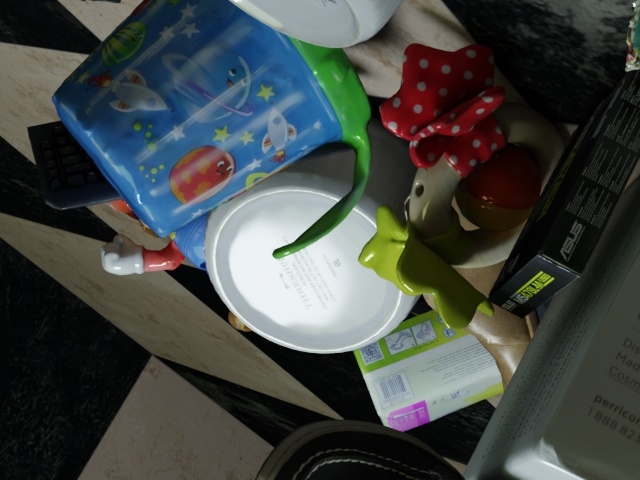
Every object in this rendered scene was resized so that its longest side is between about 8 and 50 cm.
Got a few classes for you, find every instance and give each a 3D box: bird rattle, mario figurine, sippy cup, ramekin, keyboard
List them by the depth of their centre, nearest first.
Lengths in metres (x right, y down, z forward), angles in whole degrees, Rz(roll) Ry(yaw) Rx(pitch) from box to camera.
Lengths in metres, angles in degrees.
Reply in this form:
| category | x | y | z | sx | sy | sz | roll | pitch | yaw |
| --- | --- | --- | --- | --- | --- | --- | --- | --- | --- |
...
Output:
| category | x | y | z | sx | sy | sz | roll | pitch | yaw |
| --- | --- | --- | --- | --- | --- | --- | --- | --- | --- |
| ramekin | -0.014 | -0.244 | 1.318 | 0.207 | 0.109 | 0.207 | 28 | 164 | 9 |
| sippy cup | -0.110 | -0.132 | 1.512 | 0.305 | 0.224 | 0.240 | 47 | 171 | 31 |
| bird rattle | 0.134 | -0.058 | 1.518 | 0.207 | 0.253 | 0.143 | -5 | -158 | -37 |
| keyboard | -0.133 | -0.130 | 1.659 | 0.033 | 0.317 | 0.201 | 89 | 164 | -44 |
| ramekin | 0.000 | 0.000 | 1.782 | 0.273 | 0.127 | 0.272 | 7 | 125 | 11 |
| mario figurine | -0.175 | -0.022 | 2.152 | 0.320 | 0.198 | 0.170 | 37 | 151 | 28 |

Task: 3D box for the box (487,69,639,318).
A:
| category | x | y | z | sx | sy | sz | roll | pitch | yaw |
| --- | --- | --- | --- | --- | --- | --- | --- | --- | --- |
| box | 0.216 | -0.038 | 1.396 | 0.045 | 0.190 | 0.184 | 29 | 166 | 2 |

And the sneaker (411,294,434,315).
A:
| category | x | y | z | sx | sy | sz | roll | pitch | yaw |
| --- | --- | --- | --- | --- | --- | --- | --- | --- | --- |
| sneaker | 0.061 | 0.028 | 2.072 | 0.226 | 0.086 | 0.163 | 15 | 168 | 25 |

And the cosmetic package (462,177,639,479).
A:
| category | x | y | z | sx | sy | sz | roll | pitch | yaw |
| --- | --- | --- | --- | --- | --- | --- | --- | --- | --- |
| cosmetic package | 0.358 | 0.150 | 1.475 | 0.329 | 0.327 | 0.393 | 29 | 166 | 3 |

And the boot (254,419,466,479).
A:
| category | x | y | z | sx | sy | sz | roll | pitch | yaw |
| --- | --- | --- | --- | --- | --- | --- | --- | --- | --- |
| boot | 0.145 | 0.290 | 1.340 | 0.377 | 0.138 | 0.284 | 37 | 176 | -34 |

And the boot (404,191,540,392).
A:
| category | x | y | z | sx | sy | sz | roll | pitch | yaw |
| --- | --- | --- | --- | --- | --- | --- | --- | --- | --- |
| boot | 0.164 | 0.061 | 1.718 | 0.112 | 0.115 | 0.305 | -112 | 5 | -65 |

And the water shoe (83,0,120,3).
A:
| category | x | y | z | sx | sy | sz | roll | pitch | yaw |
| --- | --- | --- | --- | --- | --- | --- | --- | --- | --- |
| water shoe | -0.215 | -0.288 | 1.664 | 0.080 | 0.072 | 0.203 | 11 | 173 | -14 |

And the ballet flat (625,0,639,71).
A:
| category | x | y | z | sx | sy | sz | roll | pitch | yaw |
| --- | --- | --- | --- | --- | --- | --- | --- | --- | --- |
| ballet flat | 0.316 | -0.098 | 1.238 | 0.241 | 0.077 | 0.091 | 34 | 164 | -15 |

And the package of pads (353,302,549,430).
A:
| category | x | y | z | sx | sy | sz | roll | pitch | yaw |
| --- | --- | --- | --- | --- | --- | --- | --- | --- | --- |
| package of pads | 0.165 | 0.139 | 1.949 | 0.296 | 0.229 | 0.101 | 64 | -176 | -78 |

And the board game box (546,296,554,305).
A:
| category | x | y | z | sx | sy | sz | roll | pitch | yaw |
| --- | --- | --- | --- | --- | --- | --- | --- | --- | --- |
| board game box | 0.290 | 0.033 | 1.771 | 0.169 | 0.033 | 0.133 | 45 | 138 | -16 |
